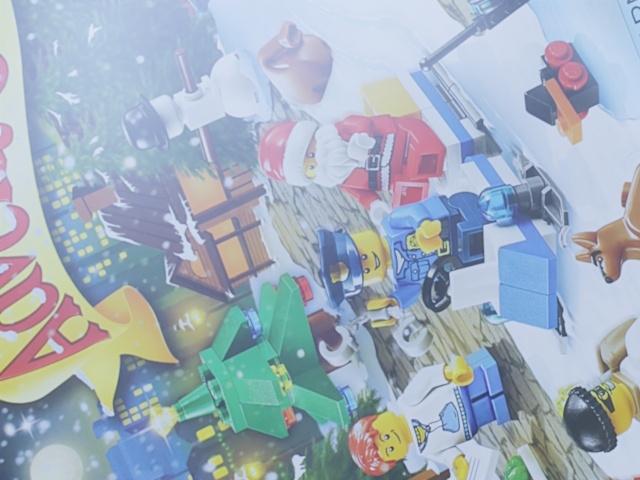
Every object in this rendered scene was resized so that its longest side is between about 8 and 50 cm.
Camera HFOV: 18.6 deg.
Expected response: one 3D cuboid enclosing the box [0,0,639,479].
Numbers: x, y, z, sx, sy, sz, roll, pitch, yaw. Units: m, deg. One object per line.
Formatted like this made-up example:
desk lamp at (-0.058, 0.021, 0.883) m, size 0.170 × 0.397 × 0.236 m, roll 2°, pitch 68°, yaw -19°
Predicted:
box at (0.000, 0.000, 0.355) m, size 0.233 × 0.159 × 0.044 m, roll 67°, pitch -17°, yaw -9°
